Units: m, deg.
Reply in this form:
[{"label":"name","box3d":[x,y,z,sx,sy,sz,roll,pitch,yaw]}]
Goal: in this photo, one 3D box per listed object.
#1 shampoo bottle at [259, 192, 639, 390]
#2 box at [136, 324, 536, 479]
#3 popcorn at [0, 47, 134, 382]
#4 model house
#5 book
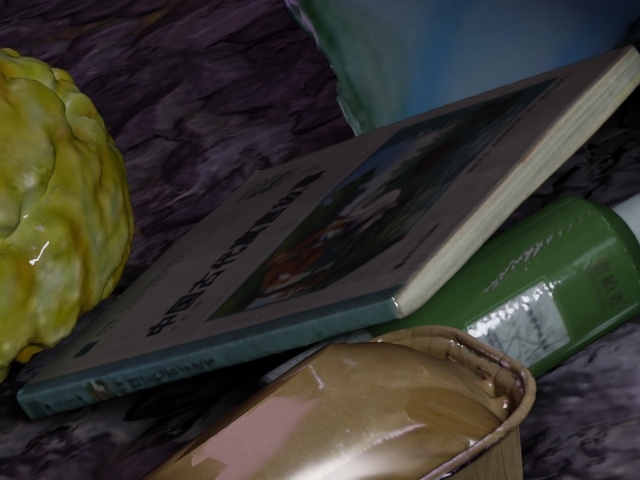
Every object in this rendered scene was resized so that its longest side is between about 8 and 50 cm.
[{"label":"shampoo bottle","box3d":[0.077,0.033,0.809,0.204,0.065,0.065,-31,25,-13]},{"label":"box","box3d":[-0.003,0.095,0.701,0.177,0.111,0.111,-31,26,-17]},{"label":"popcorn","box3d":[-0.201,-0.005,0.988,0.204,0.183,0.221,14,42,44]},{"label":"model house","box3d":[0.148,-0.170,1.038,0.241,0.226,0.261,-8,-32,-45]},{"label":"book","box3d":[0.000,0.000,0.903,0.283,0.025,0.215,-18,20,47]}]
